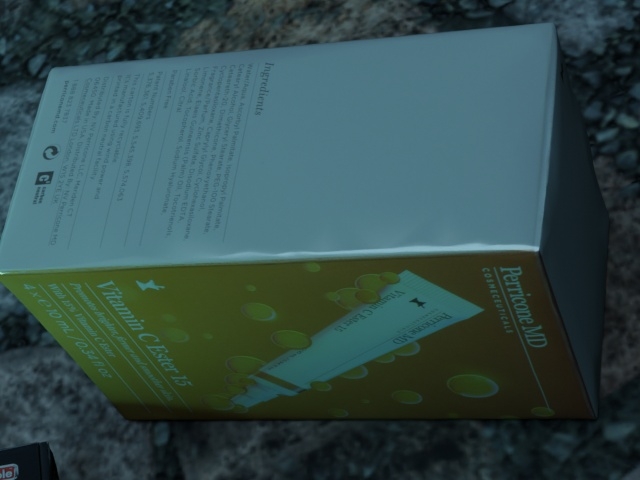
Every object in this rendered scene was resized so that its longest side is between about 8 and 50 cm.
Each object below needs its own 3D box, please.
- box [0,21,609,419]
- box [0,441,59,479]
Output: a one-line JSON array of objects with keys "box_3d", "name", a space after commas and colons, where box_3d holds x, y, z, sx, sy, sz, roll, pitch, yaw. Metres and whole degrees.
[{"box_3d": [0.000, 0.000, 0.998, 0.345, 0.215, 0.168, -3, 57, 19], "name": "box"}, {"box_3d": [-0.298, 0.273, 0.932, 0.296, 0.073, 0.293, -10, 40, -5], "name": "box"}]
